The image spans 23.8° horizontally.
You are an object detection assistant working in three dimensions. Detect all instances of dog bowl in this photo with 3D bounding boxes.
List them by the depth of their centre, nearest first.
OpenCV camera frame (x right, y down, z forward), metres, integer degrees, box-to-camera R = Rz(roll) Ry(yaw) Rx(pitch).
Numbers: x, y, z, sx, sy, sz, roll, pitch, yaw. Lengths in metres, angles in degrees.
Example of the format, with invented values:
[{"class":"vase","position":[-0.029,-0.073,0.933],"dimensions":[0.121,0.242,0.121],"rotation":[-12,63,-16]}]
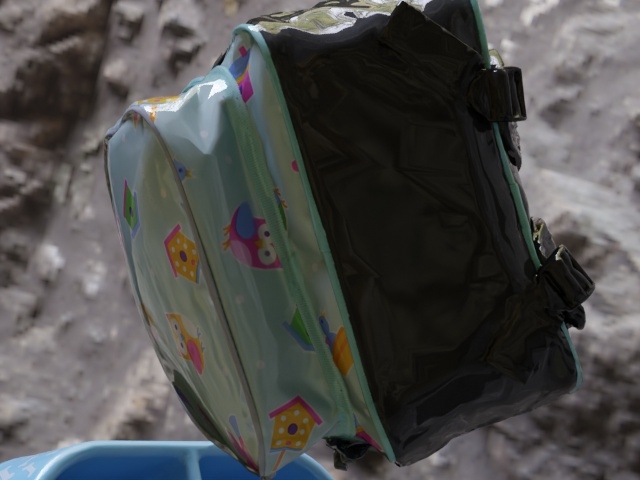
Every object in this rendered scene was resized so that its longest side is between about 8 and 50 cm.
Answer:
[{"class":"dog bowl","position":[-0.092,0.206,0.980],"dimensions":[0.074,0.297,0.166],"rotation":[-34,60,42]}]

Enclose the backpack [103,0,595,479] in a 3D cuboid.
[{"class":"backpack","position":[0.000,0.000,0.566],"dimensions":[0.188,0.144,0.166],"rotation":[176,73,-83]}]
